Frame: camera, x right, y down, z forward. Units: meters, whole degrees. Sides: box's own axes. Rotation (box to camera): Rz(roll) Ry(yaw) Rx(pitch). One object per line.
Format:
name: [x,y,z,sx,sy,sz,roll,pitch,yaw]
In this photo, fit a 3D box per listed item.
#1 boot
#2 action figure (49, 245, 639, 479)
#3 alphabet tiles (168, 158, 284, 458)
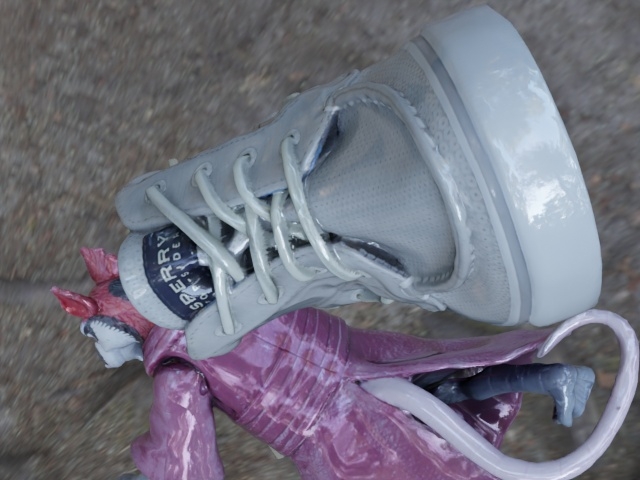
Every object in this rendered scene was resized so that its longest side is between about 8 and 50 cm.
boot: [0.000,0.000,0.565,0.123,0.258,0.095,-21,88,-6]
action figure: [-0.015,0.108,1.260,0.370,0.276,0.248,25,73,-10]
alphabet tiles: [-0.063,0.074,1.465,0.009,0.237,0.198,-20,57,5]
